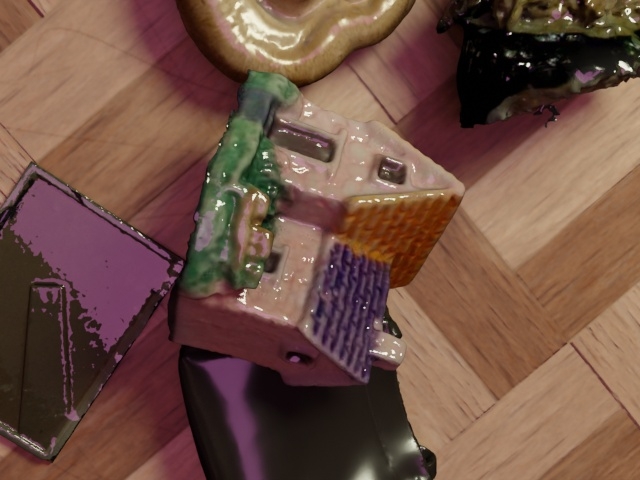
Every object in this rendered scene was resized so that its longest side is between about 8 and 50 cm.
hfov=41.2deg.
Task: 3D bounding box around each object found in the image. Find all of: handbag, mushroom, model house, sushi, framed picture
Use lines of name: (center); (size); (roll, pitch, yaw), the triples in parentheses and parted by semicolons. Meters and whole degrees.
handbag: (-0.008, 0.210, 0.941); (0.257, 0.113, 0.285); (-17, 92, -9)
mushroom: (-0.021, -0.290, 0.860); (0.278, 0.146, 0.278); (-4, 105, -13)
model house: (0.000, 0.000, 0.822); (0.237, 0.202, 0.237); (18, 51, -5)
sushi: (0.227, -0.240, 0.857); (0.225, 0.238, 0.219); (-16, 105, 8)
framed picture: (-0.308, 0.083, 0.939); (0.209, 0.019, 0.281); (36, 93, -9)
